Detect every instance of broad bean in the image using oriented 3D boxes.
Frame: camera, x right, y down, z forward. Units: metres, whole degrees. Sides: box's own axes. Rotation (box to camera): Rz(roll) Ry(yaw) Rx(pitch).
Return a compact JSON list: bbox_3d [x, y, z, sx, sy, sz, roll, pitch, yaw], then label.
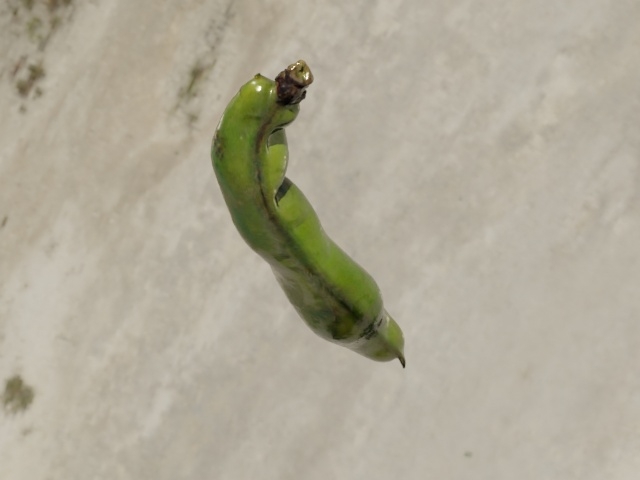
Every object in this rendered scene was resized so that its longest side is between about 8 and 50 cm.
[{"bbox_3d":[-0.008,-0.001,0.592,0.061,0.195,0.046,-7,39,17],"label":"broad bean"}]
